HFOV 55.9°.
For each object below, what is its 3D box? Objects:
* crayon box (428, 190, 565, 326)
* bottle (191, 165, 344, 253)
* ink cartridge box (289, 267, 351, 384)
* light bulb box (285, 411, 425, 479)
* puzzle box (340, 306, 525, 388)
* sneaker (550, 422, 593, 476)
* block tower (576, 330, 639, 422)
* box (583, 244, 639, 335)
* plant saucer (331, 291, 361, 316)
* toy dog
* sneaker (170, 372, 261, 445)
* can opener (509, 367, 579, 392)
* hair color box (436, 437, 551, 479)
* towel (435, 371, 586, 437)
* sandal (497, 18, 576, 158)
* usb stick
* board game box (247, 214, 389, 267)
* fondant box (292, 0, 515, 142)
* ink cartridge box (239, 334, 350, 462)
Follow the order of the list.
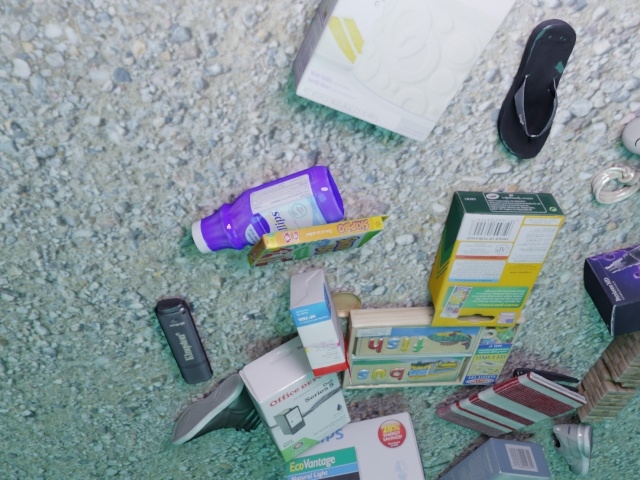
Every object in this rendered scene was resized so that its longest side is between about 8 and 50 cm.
[{"bbox_3d":[0.352,0.046,1.274,0.203,0.083,0.323,1,130,-7],"label":"crayon box"},{"bbox_3d":[-0.102,-0.047,1.133,0.282,0.092,0.118,-18,139,9],"label":"bottle"},{"bbox_3d":[0.002,0.194,1.302,0.077,0.134,0.231,-14,117,6],"label":"ink cartridge box"},{"bbox_3d":[0.113,0.672,1.670,0.357,0.225,0.361,-13,143,5],"label":"light bulb box"},{"bbox_3d":[0.259,0.265,1.468,0.408,0.052,0.272,-1,136,-5],"label":"puzzle box"},{"bbox_3d":[0.766,0.623,1.841,0.115,0.105,0.281,8,140,28],"label":"sneaker"},{"bbox_3d":[0.784,0.349,1.583,0.090,0.097,0.336,5,132,-11],"label":"block tower"},{"bbox_3d":[0.705,0.099,1.311,0.207,0.153,0.108,-15,131,6],"label":"box"},{"bbox_3d":[0.051,0.142,1.370,0.083,0.015,0.083,-4,132,-4],"label":"plant saucer"},{"bbox_3d":[0.709,-0.105,1.125,0.333,0.161,0.220,5,130,-10],"label":"toy dog"},{"bbox_3d":[-0.256,0.471,1.566,0.295,0.105,0.147,-40,119,21],"label":"sneaker"},{"bbox_3d":[0.601,0.371,1.607,0.186,0.059,0.073,5,174,-2],"label":"can opener"},{"bbox_3d":[0.515,0.752,1.873,0.185,0.114,0.374,13,133,-18],"label":"hair color box"},{"bbox_3d":[0.508,0.446,1.630,0.237,0.037,0.329,26,137,-26],"label":"towel"},{"bbox_3d":[0.368,-0.245,1.036,0.097,0.055,0.255,-4,132,-3],"label":"sandal"},{"bbox_3d":[-0.313,0.239,1.397,0.077,0.045,0.278,-7,131,1],"label":"usb stick"},{"bbox_3d":[0.000,0.000,1.144,0.259,0.039,0.124,-13,167,-24],"label":"board game box"},{"bbox_3d":[0.130,-0.336,0.905,0.238,0.096,0.330,16,126,-19],"label":"fondant box"},{"bbox_3d":[-0.055,0.380,1.462,0.198,0.115,0.273,-29,133,-15],"label":"ink cartridge box"}]
